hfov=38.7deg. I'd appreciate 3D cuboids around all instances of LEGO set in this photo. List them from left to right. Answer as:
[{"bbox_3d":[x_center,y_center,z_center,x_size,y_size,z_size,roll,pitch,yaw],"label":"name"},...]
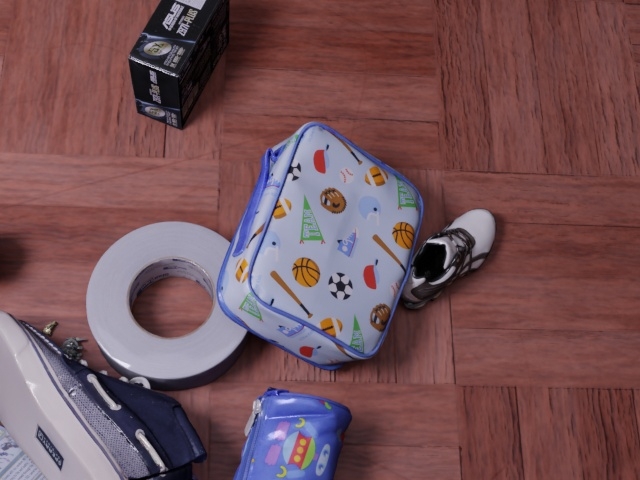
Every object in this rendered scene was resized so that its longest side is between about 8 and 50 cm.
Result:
[{"bbox_3d":[-0.341,0.141,1.205,0.083,0.023,0.054,29,67,7],"label":"LEGO set"}]

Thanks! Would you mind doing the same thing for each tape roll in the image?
[{"bbox_3d":[-0.197,0.087,1.218,0.219,0.072,0.219,2,67,-4],"label":"tape roll"}]

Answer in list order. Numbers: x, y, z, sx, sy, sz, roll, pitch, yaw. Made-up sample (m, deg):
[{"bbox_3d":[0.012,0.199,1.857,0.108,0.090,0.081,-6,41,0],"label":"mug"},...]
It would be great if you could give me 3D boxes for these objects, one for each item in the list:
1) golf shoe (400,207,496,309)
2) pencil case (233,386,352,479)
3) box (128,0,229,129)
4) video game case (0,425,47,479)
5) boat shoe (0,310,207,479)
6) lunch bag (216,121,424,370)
[{"bbox_3d":[0.187,0.016,1.278,0.077,0.094,0.198,41,67,13],"label":"golf shoe"},{"bbox_3d":[-0.059,0.324,1.101,0.133,0.119,0.306,27,64,-20],"label":"pencil case"},{"bbox_3d":[-0.203,-0.281,1.336,0.077,0.147,0.180,22,67,4],"label":"box"},{"bbox_3d":[-0.373,0.324,1.016,0.244,0.061,0.269,26,23,4],"label":"video game case"},{"bbox_3d":[-0.284,0.203,1.122,0.158,0.127,0.340,-14,51,-43],"label":"boat shoe"},{"bbox_3d":[0.000,0.000,1.214,0.243,0.115,0.303,30,59,-20],"label":"lunch bag"}]
